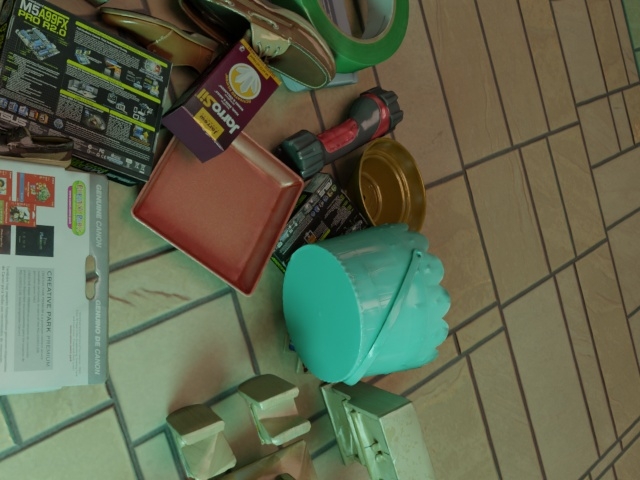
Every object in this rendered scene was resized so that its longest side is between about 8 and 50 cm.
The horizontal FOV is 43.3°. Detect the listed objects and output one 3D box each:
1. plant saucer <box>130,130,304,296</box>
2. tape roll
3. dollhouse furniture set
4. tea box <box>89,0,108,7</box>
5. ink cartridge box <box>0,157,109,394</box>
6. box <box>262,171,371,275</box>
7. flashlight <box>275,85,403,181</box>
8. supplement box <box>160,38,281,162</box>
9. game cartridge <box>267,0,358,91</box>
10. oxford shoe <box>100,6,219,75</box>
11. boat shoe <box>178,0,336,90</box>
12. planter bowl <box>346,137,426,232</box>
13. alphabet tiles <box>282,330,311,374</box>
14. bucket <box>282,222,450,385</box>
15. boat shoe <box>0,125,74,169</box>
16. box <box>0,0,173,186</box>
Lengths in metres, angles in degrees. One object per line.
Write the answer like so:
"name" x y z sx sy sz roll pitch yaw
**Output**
"plant saucer" -0.177 -0.072 1.394 0.259 0.048 0.258 38 60 -26
"tape roll" 0.041 -0.493 1.580 0.321 0.077 0.321 7 80 -43
"dollhouse furniture set" -0.044 0.400 1.400 0.394 0.256 0.362 -21 98 -21
"tea box" -0.335 -0.553 1.137 0.329 0.323 0.220 35 62 -35
"ink cartridge box" -0.436 0.051 1.092 0.272 0.130 0.309 5 81 -42
"box" 0.000 0.000 1.525 0.190 0.045 0.184 -52 127 -18
"flashlight" 0.038 -0.215 1.594 0.304 0.103 0.103 -31 80 -40
"supplement box" -0.165 -0.235 1.355 0.104 0.081 0.188 47 57 -20
"game cartridge" -0.030 -0.447 1.594 0.198 0.062 0.297 -17 96 -39
"oxford shoe" -0.271 -0.331 1.344 0.212 0.076 0.076 16 99 -36
"boat shoe" -0.118 -0.362 1.433 0.324 0.123 0.116 32 52 -17
"planter bowl" 0.117 -0.095 1.651 0.217 0.090 0.217 15 70 -45
"alphabet tiles" 0.021 0.141 1.540 0.198 0.009 0.237 6 97 -40
"bucket" 0.072 0.112 1.402 0.183 0.281 0.281 -10 91 -33
"boat shoe" -0.418 -0.135 1.121 0.152 0.056 0.049 5 114 -45
"box" -0.371 -0.226 1.240 0.270 0.060 0.216 20 71 -40
